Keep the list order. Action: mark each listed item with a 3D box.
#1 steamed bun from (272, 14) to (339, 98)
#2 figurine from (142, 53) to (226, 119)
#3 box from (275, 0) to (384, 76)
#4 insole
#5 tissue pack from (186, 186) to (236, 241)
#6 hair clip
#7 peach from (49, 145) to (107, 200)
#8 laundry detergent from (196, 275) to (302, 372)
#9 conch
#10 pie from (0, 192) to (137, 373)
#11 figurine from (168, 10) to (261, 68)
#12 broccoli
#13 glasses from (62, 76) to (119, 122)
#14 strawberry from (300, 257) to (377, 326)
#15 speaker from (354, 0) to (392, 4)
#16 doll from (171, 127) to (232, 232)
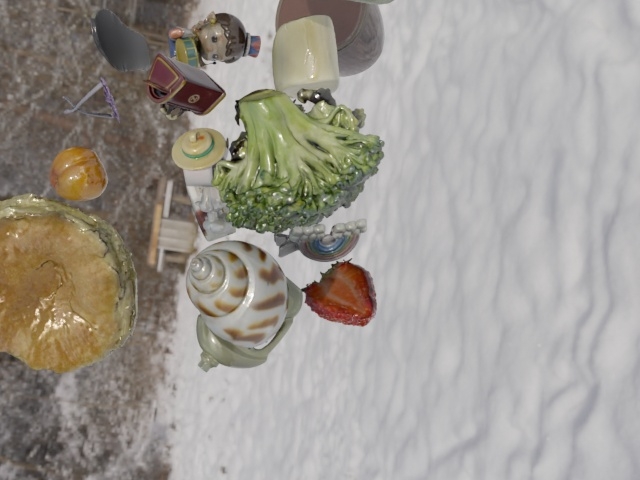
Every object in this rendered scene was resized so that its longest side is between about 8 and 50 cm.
[{"bbox_3d":[-0.043,-0.450,1.798,0.250,0.154,0.200,-178,82,-79],"label":"steamed bun"},{"bbox_3d":[-0.255,-0.261,1.277,0.082,0.154,0.098,48,113,24],"label":"figurine"},{"bbox_3d":[0.039,-0.619,2.117,0.216,0.300,0.301,27,-112,-64],"label":"box"},{"bbox_3d":[-0.378,-0.377,1.395,0.309,0.012,0.110,-73,-24,-80],"label":"insole"},{"bbox_3d":[-0.307,-0.090,2.045,0.106,0.099,0.149,96,152,-68],"label":"tissue pack"},{"bbox_3d":[0.000,0.000,1.739,0.140,0.220,0.054,92,172,-50],"label":"hair clip"},{"bbox_3d":[-0.605,-0.161,1.810,0.138,0.138,0.138,-172,90,-83],"label":"peach"},{"bbox_3d":[-0.163,0.169,1.514,0.253,0.181,0.091,-53,5,-16],"label":"laundry detergent"},{"bbox_3d":[-0.153,0.085,1.327,0.148,0.274,0.183,-40,56,31],"label":"conch"},{"bbox_3d":[-0.473,0.082,1.242,0.083,0.339,0.340,-96,16,-65],"label":"pie"},{"bbox_3d":[-0.305,-0.570,2.096,0.158,0.275,0.161,55,155,33],"label":"figurine"},{"bbox_3d":[-0.048,-0.155,1.417,0.334,0.323,0.272,36,126,54],"label":"broccoli"},{"bbox_3d":[-0.495,-0.287,1.558,0.063,0.103,0.140,59,163,13],"label":"glasses"},{"bbox_3d":[0.077,0.137,1.745,0.174,0.228,0.098,-45,-51,-26],"label":"strawberry"},{"bbox_3d":[0.000,-0.561,1.306,0.183,0.406,0.184,-51,-41,-18],"label":"speaker"},{"bbox_3d":[-0.276,-0.148,1.829,0.208,0.143,0.272,-45,-46,-73],"label":"doll"}]
